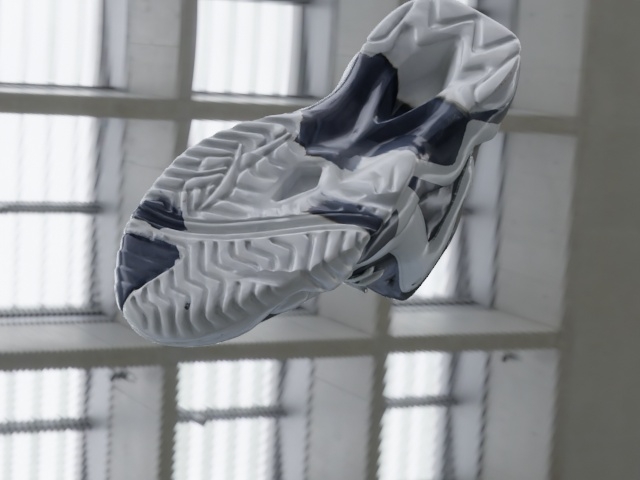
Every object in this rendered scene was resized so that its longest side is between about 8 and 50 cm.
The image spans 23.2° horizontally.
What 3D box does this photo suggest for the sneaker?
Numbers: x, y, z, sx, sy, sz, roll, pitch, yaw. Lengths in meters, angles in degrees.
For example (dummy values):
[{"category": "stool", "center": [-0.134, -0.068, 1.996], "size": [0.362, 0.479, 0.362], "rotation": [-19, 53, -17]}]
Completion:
[{"category": "sneaker", "center": [0.000, 0.000, 0.748], "size": [0.235, 0.094, 0.153], "rotation": [-47, -22, -31]}]
